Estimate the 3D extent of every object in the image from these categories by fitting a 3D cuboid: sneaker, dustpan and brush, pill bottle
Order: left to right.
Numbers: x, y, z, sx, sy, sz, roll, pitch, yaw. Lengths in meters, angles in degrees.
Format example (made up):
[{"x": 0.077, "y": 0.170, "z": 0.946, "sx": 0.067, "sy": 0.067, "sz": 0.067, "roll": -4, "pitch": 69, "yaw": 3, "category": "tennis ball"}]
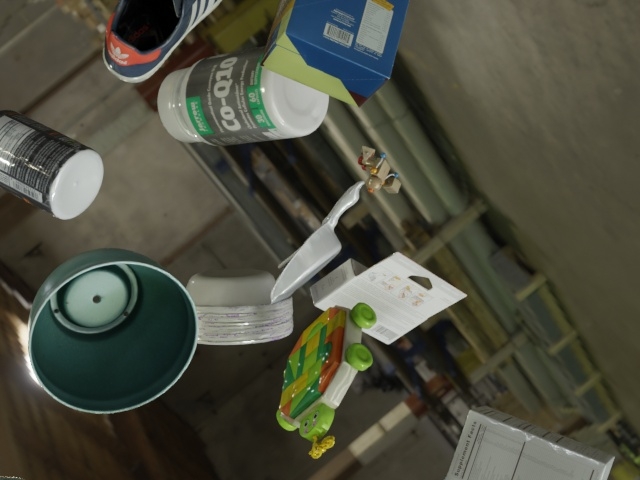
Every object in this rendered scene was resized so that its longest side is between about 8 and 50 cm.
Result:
[{"x": -0.499, "y": -0.140, "z": 1.667, "sx": 0.246, "sy": 0.130, "sz": 0.130, "roll": 26, "pitch": 169, "yaw": 21, "category": "pill bottle"}, {"x": -0.241, "y": -0.427, "z": 1.663, "sx": 0.131, "sy": 0.350, "sz": 0.148, "roll": 30, "pitch": 167, "yaw": -3, "category": "sneaker"}, {"x": -0.177, "y": -0.314, "z": 2.176, "sx": 0.361, "sy": 0.204, "sz": 0.204, "roll": -2, "pitch": 138, "yaw": 40, "category": "pill bottle"}, {"x": 0.000, "y": 0.000, "z": 1.444, "sx": 0.060, "sy": 0.211, "sz": 0.147, "roll": 50, "pitch": -171, "yaw": 5, "category": "dustpan and brush"}]

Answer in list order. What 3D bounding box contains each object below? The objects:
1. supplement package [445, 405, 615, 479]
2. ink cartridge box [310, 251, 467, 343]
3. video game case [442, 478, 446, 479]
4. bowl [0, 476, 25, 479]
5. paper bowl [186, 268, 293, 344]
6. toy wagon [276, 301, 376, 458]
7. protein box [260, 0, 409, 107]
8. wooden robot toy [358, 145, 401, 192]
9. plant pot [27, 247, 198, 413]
[{"x": 0.363, "y": 0.394, "z": 1.709, "sx": 0.244, "sy": 0.139, "sz": 0.134, "roll": 20, "pitch": -178, "yaw": 23, "category": "supplement package"}, {"x": 0.168, "y": 0.125, "z": 2.411, "sx": 0.296, "sy": 0.261, "sz": 0.066, "roll": 31, "pitch": -146, "yaw": -41, "category": "ink cartridge box"}, {"x": 0.316, "y": 0.564, "z": 2.233, "sx": 0.166, "sy": 0.119, "sz": 0.015, "roll": 23, "pitch": -136, "yaw": -43, "category": "video game case"}, {"x": -0.426, "y": 0.438, "z": 1.295, "sx": 0.311, "sy": 0.163, "sz": 0.311, "roll": 33, "pitch": 128, "yaw": 56, "category": "bowl"}, {"x": -0.207, "y": 0.148, "z": 2.319, "sx": 0.284, "sy": 0.284, "sz": 0.148, "roll": -138, "pitch": 46, "yaw": -81, "category": "paper bowl"}, {"x": 0.003, "y": 0.284, "z": 2.010, "sx": 0.068, "sy": 0.267, "sz": 0.344, "roll": 32, "pitch": -144, "yaw": -17, "category": "toy wagon"}, {"x": 0.029, "y": -0.377, "z": 1.721, "sx": 0.200, "sy": 0.201, "sz": 0.136, "roll": 21, "pitch": 158, "yaw": -15, "category": "protein box"}, {"x": 0.120, "y": -0.140, "z": 2.220, "sx": 0.076, "sy": 0.079, "sz": 0.173, "roll": 11, "pitch": 159, "yaw": 28, "category": "wooden robot toy"}, {"x": -0.388, "y": 0.134, "z": 1.770, "sx": 0.293, "sy": 0.293, "sz": 0.196, "roll": 52, "pitch": 175, "yaw": -33, "category": "plant pot"}]
